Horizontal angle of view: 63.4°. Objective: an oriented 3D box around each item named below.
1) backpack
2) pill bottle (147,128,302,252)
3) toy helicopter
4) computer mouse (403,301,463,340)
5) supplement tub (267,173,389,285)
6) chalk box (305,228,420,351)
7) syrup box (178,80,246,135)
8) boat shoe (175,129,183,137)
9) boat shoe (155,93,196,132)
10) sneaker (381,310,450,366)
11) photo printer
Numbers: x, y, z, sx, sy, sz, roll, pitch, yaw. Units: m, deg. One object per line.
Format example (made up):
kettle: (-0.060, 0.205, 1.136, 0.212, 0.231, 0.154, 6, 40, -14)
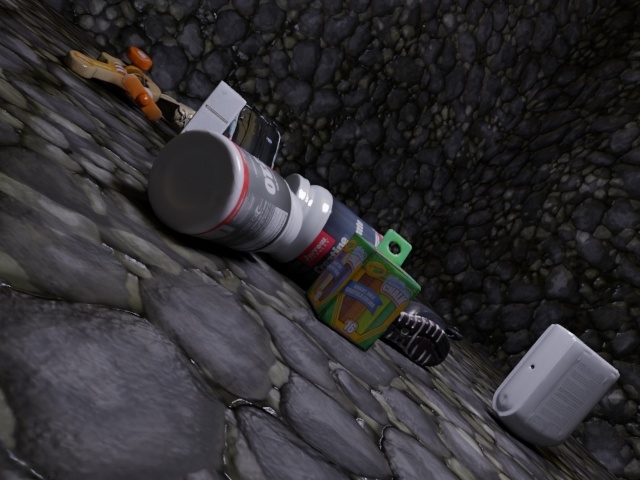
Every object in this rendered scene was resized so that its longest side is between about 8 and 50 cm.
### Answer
backpack: (-0.270, -0.316, 1.820, 0.225, 0.191, 0.253, 37, 45, -40)
pill bottle: (-0.143, -0.067, 0.888, 0.161, 0.161, 0.283, 42, 6, 21)
toy helicopter: (-0.609, -0.483, 1.560, 0.235, 0.140, 0.355, 49, 18, 9)
computer mouse: (0.320, 0.247, 1.663, 0.272, 0.072, 0.189, 29, -17, -39)
supplement tub: (0.000, 0.000, 1.146, 0.272, 0.191, 0.191, 37, 6, -25)
chalk box: (0.095, 0.080, 1.014, 0.132, 0.213, 0.132, 37, 6, -20)
syrup box: (-0.325, -0.340, 1.508, 0.096, 0.237, 0.093, 39, 5, -17)
boat shoe: (-0.339, -0.273, 1.641, 0.285, 0.089, 0.104, 41, 5, 13)
boat shoe: (-0.500, -0.438, 1.875, 0.302, 0.109, 0.098, 35, 10, 8)
sneaker: (0.195, 0.202, 1.299, 0.281, 0.106, 0.162, 36, 3, -27)
photo printer: (0.625, 0.408, 1.401, 0.256, 0.307, 0.107, 34, 6, -25)
